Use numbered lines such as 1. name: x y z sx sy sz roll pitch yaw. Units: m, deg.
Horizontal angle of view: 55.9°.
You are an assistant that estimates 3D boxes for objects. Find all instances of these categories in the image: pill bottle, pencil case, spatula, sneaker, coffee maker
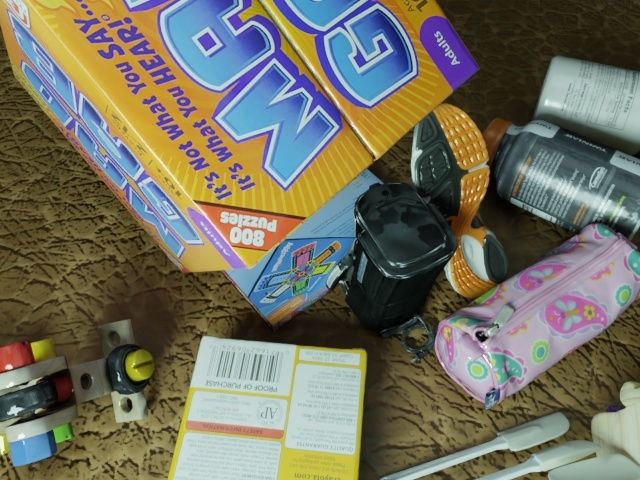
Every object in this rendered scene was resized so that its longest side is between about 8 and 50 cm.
1. pill bottle: 0.347 -0.093 0.875 0.246 0.130 0.130 29 61 21
2. pill bottle: 0.461 -0.203 0.947 0.229 0.131 0.131 17 57 14
3. pencil case: 0.278 0.088 0.756 0.284 0.124 0.124 -28 58 -17
4. spatula: 0.189 0.252 0.641 0.242 0.019 0.168 -16 12 -6
5. sneaker: 0.162 -0.055 0.792 0.099 0.262 0.121 -19 23 -6
6. coffee maker: 0.101 0.038 0.746 0.171 0.178 0.120 38 66 14

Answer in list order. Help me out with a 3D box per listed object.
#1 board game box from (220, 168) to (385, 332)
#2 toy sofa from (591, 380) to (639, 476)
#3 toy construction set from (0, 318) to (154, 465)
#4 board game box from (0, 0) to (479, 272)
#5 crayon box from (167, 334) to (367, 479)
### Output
1. board game box: 0.000 0.000 0.886 0.281 0.027 0.145 -34 59 -20
2. toy sofa: 0.373 0.315 0.552 0.150 0.177 0.362 11 61 -3
3. toy construction set: -0.344 0.146 0.707 0.309 0.257 0.237 52 25 14
4. board game box: -0.115 -0.207 0.738 0.356 0.356 0.356 -42 102 -20
5. crayon box: -0.061 0.274 0.661 0.203 0.083 0.323 4 54 5
